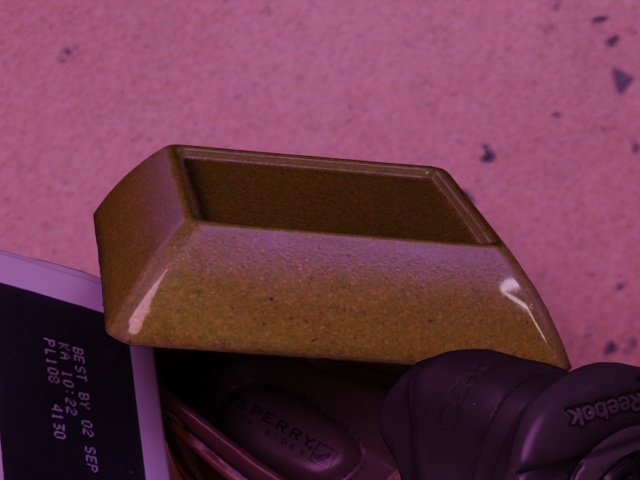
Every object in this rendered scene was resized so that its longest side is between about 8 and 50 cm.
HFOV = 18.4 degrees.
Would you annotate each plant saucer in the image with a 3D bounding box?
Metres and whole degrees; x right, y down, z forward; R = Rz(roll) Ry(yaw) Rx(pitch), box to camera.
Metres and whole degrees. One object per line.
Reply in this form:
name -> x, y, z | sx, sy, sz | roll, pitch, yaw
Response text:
plant saucer -> 0.000, 0.000, 0.855 | 0.188, 0.045, 0.188 | 5, 16, -10

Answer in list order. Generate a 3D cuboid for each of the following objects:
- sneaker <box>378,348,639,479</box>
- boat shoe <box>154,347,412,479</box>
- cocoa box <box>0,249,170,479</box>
sneaker -> 0.101, 0.159, 0.727 | 0.109, 0.286, 0.130 | -26, 24, -26
boat shoe -> 0.064, 0.109, 0.829 | 0.342, 0.123, 0.123 | 24, 71, 29
cocoa box -> -0.201, 0.190, 0.767 | 0.228, 0.231, 0.347 | -37, 49, 35
